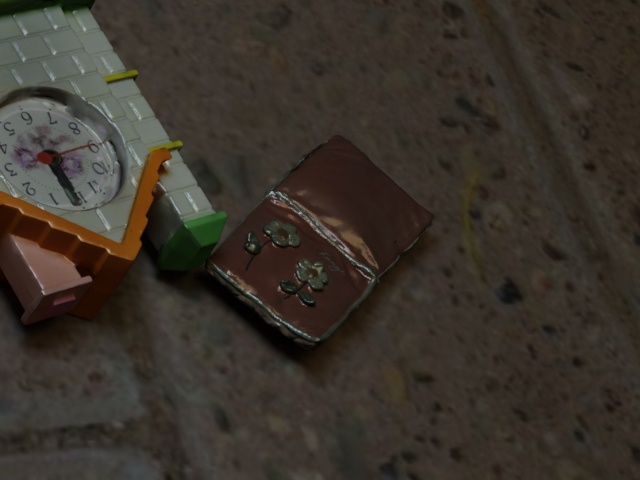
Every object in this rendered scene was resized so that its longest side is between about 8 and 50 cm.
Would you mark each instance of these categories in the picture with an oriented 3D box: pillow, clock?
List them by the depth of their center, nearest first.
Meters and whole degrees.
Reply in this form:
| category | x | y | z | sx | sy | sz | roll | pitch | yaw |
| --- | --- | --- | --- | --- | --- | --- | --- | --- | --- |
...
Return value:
| category | x | y | z | sx | sy | sz | roll | pitch | yaw |
| --- | --- | --- | --- | --- | --- | --- | --- | --- | --- |
| clock | -0.217 | -0.068 | 1.569 | 0.220 | 0.106 | 0.255 | -19 | 68 | -40 |
| pillow | 0.000 | 0.000 | 1.695 | 0.126 | 0.043 | 0.232 | 40 | 44 | 3 |
